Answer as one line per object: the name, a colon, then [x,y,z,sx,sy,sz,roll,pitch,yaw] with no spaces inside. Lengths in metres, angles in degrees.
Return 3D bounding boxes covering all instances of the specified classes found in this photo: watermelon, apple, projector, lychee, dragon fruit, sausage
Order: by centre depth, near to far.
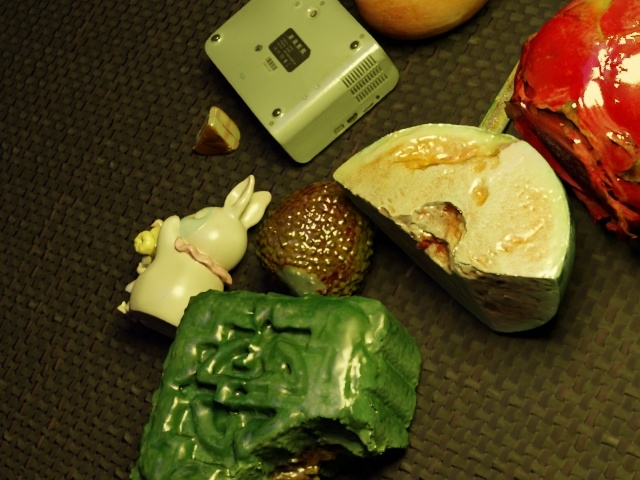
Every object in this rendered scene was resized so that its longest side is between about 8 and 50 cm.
dragon fruit: [0.373,-0.156,1.452,0.301,0.296,0.296,-25,50,-16]
watermelon: [0.198,-0.024,1.542,0.175,0.188,0.322,-47,58,-5]
lychee: [0.000,0.000,1.662,0.171,0.171,0.171,-14,59,23]
sausage: [0.222,-0.143,1.684,0.032,0.033,0.269,25,79,37]
apple: [0.134,-0.403,1.759,0.253,0.253,0.254,-14,59,23]
projector: [-0.030,-0.261,1.846,0.198,0.108,0.250,-40,52,4]

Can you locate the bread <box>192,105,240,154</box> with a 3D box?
bread: [-0.150,-0.155,1.896,0.109,0.062,0.043,139,149,-63]

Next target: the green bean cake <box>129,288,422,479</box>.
green bean cake: [-0.054,0.217,1.565,0.307,0.169,0.300,1,65,29]

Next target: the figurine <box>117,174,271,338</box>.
figurine: [-0.172,0.016,1.774,0.155,0.127,0.236,5,63,47]
